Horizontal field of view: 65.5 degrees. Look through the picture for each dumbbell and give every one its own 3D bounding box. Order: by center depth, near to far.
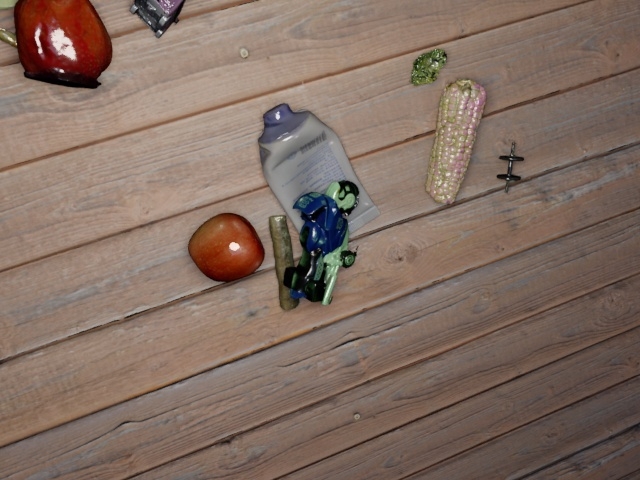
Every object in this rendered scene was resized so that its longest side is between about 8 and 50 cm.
[{"bbox_3d":[0.555,-0.213,1.458,0.070,0.069,0.147,-2,107,-15],"label":"dumbbell"}]

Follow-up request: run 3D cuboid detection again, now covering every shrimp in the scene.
[{"bbox_3d":[-0.668,-0.464,1.076,0.115,0.023,0.083,17,98,-25],"label":"shrimp"}]

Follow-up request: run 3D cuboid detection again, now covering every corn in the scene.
[{"bbox_3d":[0.370,-0.269,1.367,0.127,0.126,0.334,2,107,-16],"label":"corn"}]

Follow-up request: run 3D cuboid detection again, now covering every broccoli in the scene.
[{"bbox_3d":[0.283,-0.454,1.304,0.097,0.092,0.095,0,93,3],"label":"broccoli"}]

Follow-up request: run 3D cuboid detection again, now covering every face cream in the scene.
[{"bbox_3d":[-0.018,-0.164,1.302,0.235,0.137,0.420,-35,120,-6],"label":"face cream"}]

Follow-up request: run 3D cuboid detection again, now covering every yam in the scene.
[{"bbox_3d":[-0.100,0.061,1.367,0.061,0.061,0.273,-11,107,-12],"label":"yam"}]

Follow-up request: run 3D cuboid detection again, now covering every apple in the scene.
[{"bbox_3d":[-0.233,0.021,1.250,0.169,0.181,0.181,-35,112,-5],"label":"apple"}]

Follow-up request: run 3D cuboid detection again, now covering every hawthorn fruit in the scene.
[{"bbox_3d":[-0.543,-0.434,1.028,0.190,0.189,0.251,-17,118,-10],"label":"hawthorn fruit"}]

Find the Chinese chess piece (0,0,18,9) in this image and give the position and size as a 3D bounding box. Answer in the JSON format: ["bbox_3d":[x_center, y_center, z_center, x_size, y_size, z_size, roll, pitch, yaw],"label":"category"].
[{"bbox_3d":[-0.654,-0.555,0.976,0.188,0.083,0.188,-40,140,-45],"label":"Chinese chess piece"}]

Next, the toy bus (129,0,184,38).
[{"bbox_3d":[-0.342,-0.511,1.071,0.087,0.178,0.098,42,79,-22],"label":"toy bus"}]

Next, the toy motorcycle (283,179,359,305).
[{"bbox_3d":[0.000,0.000,1.284,0.196,0.125,0.330,5,104,-44],"label":"toy motorcycle"}]
